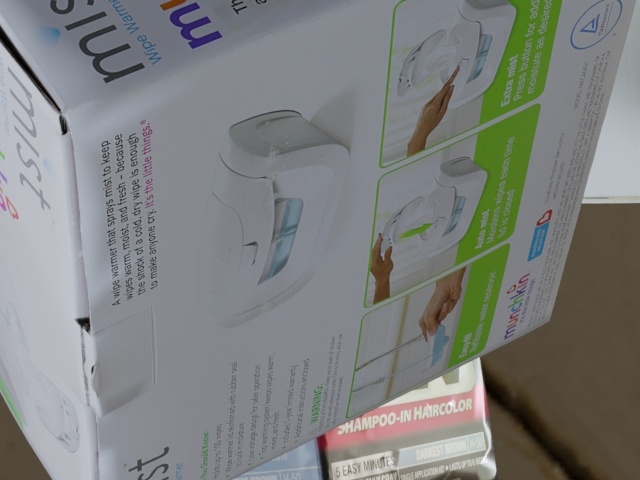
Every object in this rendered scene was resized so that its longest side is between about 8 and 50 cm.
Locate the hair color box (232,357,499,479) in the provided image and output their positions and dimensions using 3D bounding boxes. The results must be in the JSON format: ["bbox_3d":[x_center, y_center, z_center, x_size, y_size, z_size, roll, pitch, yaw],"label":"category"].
[{"bbox_3d":[0.000,0.000,1.234,0.113,0.374,0.185,-12,174,41],"label":"hair color box"}]

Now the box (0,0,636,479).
[{"bbox_3d":[-0.016,-0.036,0.681,0.231,0.262,0.127,-24,-122,-20],"label":"box"}]

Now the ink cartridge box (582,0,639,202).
[{"bbox_3d":[0.249,-0.140,1.039,0.273,0.197,0.114,-17,-168,-43],"label":"ink cartridge box"}]
